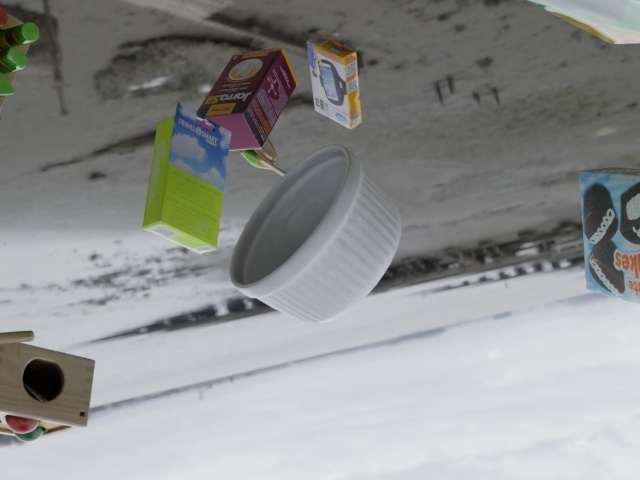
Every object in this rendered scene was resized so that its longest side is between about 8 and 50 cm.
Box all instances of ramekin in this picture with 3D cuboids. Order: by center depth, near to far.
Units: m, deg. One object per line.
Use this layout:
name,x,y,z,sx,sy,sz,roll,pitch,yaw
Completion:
ramekin,0.000,0.000,1.146,0.109,0.207,0.207,38,148,-22

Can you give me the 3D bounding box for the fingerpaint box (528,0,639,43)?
fingerpaint box,0.375,-0.496,1.176,0.163,0.444,0.371,9,-179,41

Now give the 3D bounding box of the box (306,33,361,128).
box,0.021,-0.224,1.421,0.028,0.136,0.081,-31,-135,-29

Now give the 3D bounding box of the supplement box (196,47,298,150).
supplement box,-0.126,-0.242,1.681,0.104,0.081,0.188,-1,-136,28

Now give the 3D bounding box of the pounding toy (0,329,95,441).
pounding toy,-0.368,0.165,1.108,0.206,0.094,0.181,20,152,-36

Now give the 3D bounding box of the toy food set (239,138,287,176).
toy food set,-0.134,-0.191,1.865,0.038,0.192,0.132,-37,148,14

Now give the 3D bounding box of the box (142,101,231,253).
box,-0.178,-0.084,1.322,0.042,0.178,0.109,-14,152,38

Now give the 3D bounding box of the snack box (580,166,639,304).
snack box,0.472,0.000,1.347,0.060,0.187,0.322,-8,-172,-16

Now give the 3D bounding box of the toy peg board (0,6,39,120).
toy peg board,-0.380,-0.194,1.009,0.079,0.161,0.161,1,157,47
